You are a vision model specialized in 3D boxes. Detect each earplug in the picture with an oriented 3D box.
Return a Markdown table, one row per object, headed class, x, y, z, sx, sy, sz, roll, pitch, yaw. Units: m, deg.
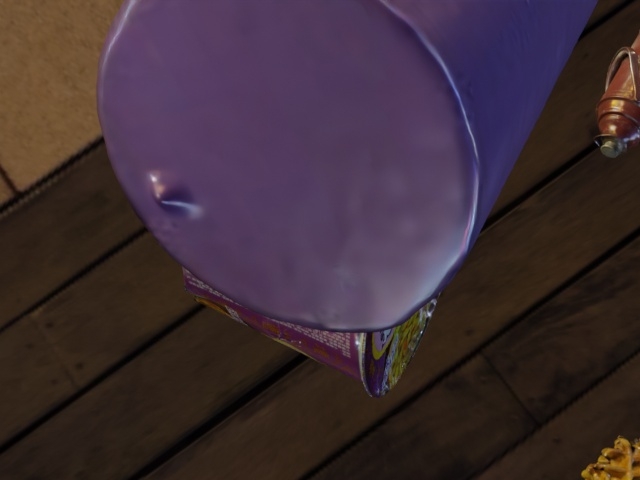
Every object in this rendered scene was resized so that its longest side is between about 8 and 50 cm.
| class | x | y | z | sx | sy | sz | roll | pitch | yaw |
| --- | --- | --- | --- | --- | --- | --- | --- | --- | --- |
| earplug | 0.073 | -0.152 | 0.727 | 0.215 | 0.456 | 0.215 | 16 | 128 | 21 |

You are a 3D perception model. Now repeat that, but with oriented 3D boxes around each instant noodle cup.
| class | x | y | z | sx | sy | sz | roll | pitch | yaw |
| --- | --- | --- | --- | --- | --- | --- | --- | --- | --- |
| instant noodle cup | 0.000 | 0.000 | 1.412 | 0.265 | 0.340 | 0.340 | 15 | 86 | 19 |

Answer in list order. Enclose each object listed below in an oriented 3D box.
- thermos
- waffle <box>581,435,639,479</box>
| class | x | y | z | sx | sy | sz | roll | pitch | yaw |
| --- | --- | --- | --- | --- | --- | --- | --- | --- | --- |
| thermos | 0.445 | -0.201 | 1.566 | 0.124 | 0.099 | 0.232 | 29 | 65 | 8 |
| waffle | 0.400 | 0.323 | 1.351 | 0.193 | 0.070 | 0.197 | 36 | 50 | 26 |
